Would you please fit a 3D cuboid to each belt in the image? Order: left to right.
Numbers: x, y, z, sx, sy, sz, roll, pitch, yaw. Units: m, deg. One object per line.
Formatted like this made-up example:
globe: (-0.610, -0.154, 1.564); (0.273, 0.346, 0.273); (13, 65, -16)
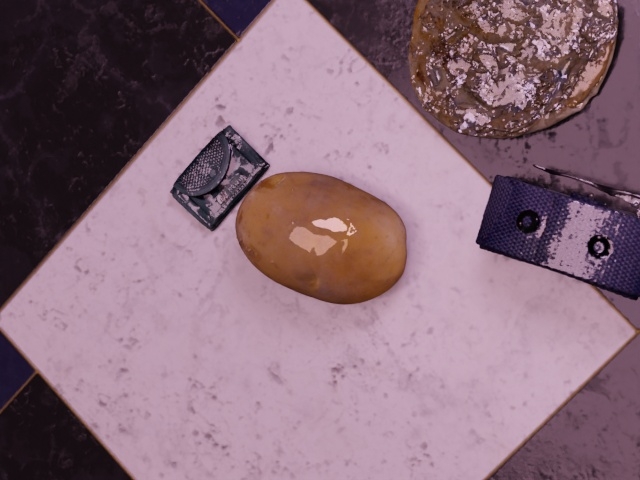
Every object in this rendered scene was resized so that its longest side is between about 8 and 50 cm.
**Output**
belt: (0.316, -0.015, 1.872); (0.230, 0.139, 0.126); (18, 94, 20)

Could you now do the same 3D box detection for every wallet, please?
wallet: (-0.141, -0.087, 2.069); (0.088, 0.026, 0.129); (45, 104, 11)

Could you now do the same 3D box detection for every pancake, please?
pancake: (0.243, -0.259, 1.927); (0.282, 0.049, 0.282); (0, 91, 17)

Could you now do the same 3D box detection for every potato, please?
potato: (0.000, 0.000, 1.977); (0.234, 0.146, 0.150); (20, 128, 16)
